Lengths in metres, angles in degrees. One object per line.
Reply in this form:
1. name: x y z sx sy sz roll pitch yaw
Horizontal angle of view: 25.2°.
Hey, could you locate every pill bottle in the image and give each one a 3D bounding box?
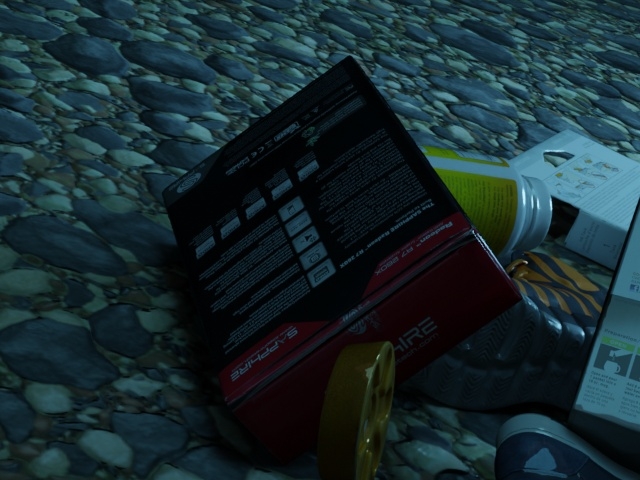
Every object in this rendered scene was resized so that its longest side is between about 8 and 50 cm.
1. pill bottle: 0.140 -0.040 1.555 0.215 0.117 0.117 7 26 -26

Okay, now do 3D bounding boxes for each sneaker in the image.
1. sneaker: 0.160 0.073 1.346 0.321 0.124 0.180 20 17 -25
2. sneaker: 0.222 0.238 1.051 0.226 0.086 0.163 26 32 -3

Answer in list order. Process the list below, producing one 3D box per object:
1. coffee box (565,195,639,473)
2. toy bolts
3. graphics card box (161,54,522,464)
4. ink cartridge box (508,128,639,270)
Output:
1. coffee box: 0.277 0.084 1.188 0.098 0.141 0.246 18 59 11
2. toy bolts: 0.070 0.194 0.882 0.158 0.218 0.228 9 28 13
3. graphics card box: 0.000 0.000 1.226 0.094 0.233 0.371 50 6 -31
4. ink cartridge box: 0.364 -0.045 1.808 0.239 0.060 0.275 26 25 20
